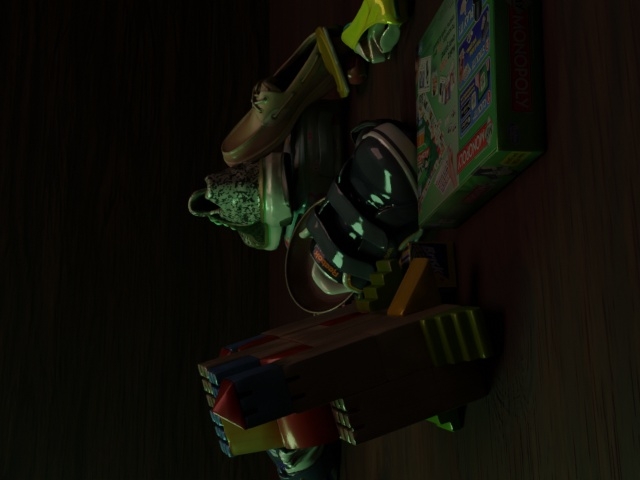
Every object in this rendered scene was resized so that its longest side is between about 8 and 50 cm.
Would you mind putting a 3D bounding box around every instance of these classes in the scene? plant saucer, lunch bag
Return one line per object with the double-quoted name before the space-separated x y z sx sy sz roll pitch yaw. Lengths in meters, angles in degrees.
"plant saucer" 0.022 0.024 1.826 0.198 0.036 0.199 -21 61 43
"lunch bag" -0.015 -0.131 2.178 0.224 0.108 0.279 102 167 -57

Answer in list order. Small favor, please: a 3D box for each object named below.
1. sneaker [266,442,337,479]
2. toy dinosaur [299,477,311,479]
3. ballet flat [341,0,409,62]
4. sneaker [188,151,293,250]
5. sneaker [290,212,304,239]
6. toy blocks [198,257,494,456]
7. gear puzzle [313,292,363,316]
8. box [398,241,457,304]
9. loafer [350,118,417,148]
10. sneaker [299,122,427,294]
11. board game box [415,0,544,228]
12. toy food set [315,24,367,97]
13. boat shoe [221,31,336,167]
"sneaker" -0.025 0.377 2.040 0.236 0.130 0.323 58 168 -4
"toy dinosaur" 0.026 0.487 1.963 0.183 0.053 0.092 66 168 5
"ballet flat" 0.080 -0.298 1.626 0.231 0.077 0.077 131 124 -76
"sneaker" -0.156 -0.077 2.122 0.410 0.182 0.158 123 147 -75
"sneaker" 0.000 0.000 2.055 0.162 0.073 0.063 48 -126 -58
"toy blocks" -0.007 0.148 1.216 0.381 0.261 0.191 175 78 -74
"gear puzzle" 0.012 0.150 1.950 0.175 0.044 0.339 -134 41 -54
"box" 0.113 0.062 1.327 0.169 0.054 0.059 108 162 -63
"loafer" 0.085 -0.116 1.492 0.223 0.078 0.076 -113 25 -73
"sneaker" 0.054 -0.018 1.407 0.126 0.127 0.321 50 162 19
"board game box" 0.148 -0.147 1.127 0.317 0.046 0.213 124 146 -77
"toy food set" 0.048 -0.314 1.936 0.218 0.071 0.128 -125 13 -81
"boat shoe" -0.083 -0.262 2.105 0.098 0.302 0.109 40 -167 -38
